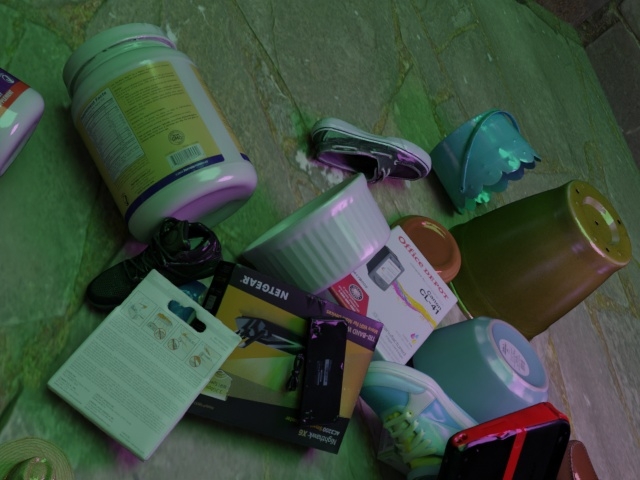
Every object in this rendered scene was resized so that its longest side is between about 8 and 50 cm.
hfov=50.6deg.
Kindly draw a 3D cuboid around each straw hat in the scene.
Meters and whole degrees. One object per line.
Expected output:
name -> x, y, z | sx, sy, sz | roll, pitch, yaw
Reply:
straw hat -> -0.378, 0.317, 0.882 | 0.145, 0.061, 0.144 | 24, 48, -29

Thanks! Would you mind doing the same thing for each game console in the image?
game console -> 0.287, 0.477, 1.184 | 0.342, 0.386, 0.060 | 0, 18, -38

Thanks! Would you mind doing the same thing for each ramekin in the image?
ramekin -> 0.000, 0.000, 1.296 | 0.135, 0.277, 0.277 | 56, 41, -6

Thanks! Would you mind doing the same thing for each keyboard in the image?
keyboard -> -0.009, 0.216, 1.115 | 0.108, 0.023, 0.180 | 6, 89, -35

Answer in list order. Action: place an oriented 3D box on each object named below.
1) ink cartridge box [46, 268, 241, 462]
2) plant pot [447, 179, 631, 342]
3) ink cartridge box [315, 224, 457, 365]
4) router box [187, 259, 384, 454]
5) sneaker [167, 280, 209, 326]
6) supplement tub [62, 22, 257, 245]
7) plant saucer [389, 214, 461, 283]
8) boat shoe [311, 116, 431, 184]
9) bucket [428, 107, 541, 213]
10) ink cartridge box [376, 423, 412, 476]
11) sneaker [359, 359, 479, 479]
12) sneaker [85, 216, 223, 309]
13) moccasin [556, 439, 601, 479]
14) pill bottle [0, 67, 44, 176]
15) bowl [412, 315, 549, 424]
ink cartridge box -> -0.257, 0.183, 1.011 | 0.181, 0.056, 0.224 | 39, 65, 0
plant pot -> 0.560, 0.036, 1.704 | 0.367, 0.353, 0.366 | 23, 49, -29
ink cartridge box -> 0.121, 0.134, 1.410 | 0.226, 0.131, 0.306 | 52, 43, 1
router box -> -0.069, 0.200, 1.141 | 0.309, 0.081, 0.242 | 24, 81, -27
sneaker -> -0.253, 0.119, 1.141 | 0.085, 0.058, 0.152 | 35, 55, 0
supplement tub -> -0.284, -0.183, 1.188 | 0.241, 0.241, 0.331 | -19, 75, -47
plant saucer -> 0.258, 0.017, 1.649 | 0.200, 0.037, 0.199 | 12, 54, -18
boat shoe -> 0.125, -0.193, 1.675 | 0.335, 0.121, 0.119 | 14, 61, -22
bucket -> 0.443, -0.219, 1.858 | 0.281, 0.281, 0.183 | -21, 74, -48
ink cartridge box -> 0.229, 0.409, 1.365 | 0.235, 0.056, 0.171 | 36, 44, -19
sneaker -> 0.174, 0.369, 1.214 | 0.319, 0.127, 0.208 | 37, 43, -14
sneaker -> -0.269, 0.031, 1.082 | 0.228, 0.130, 0.087 | -18, 58, -15
moccasin -> 0.626, 0.630, 1.493 | 0.139, 0.147, 0.379 | 14, 53, -35
pill bottle -> -0.590, -0.226, 0.988 | 0.323, 0.181, 0.181 | 34, 44, -19
bowl -> 0.364, 0.285, 1.444 | 0.312, 0.163, 0.311 | 33, 30, -22
